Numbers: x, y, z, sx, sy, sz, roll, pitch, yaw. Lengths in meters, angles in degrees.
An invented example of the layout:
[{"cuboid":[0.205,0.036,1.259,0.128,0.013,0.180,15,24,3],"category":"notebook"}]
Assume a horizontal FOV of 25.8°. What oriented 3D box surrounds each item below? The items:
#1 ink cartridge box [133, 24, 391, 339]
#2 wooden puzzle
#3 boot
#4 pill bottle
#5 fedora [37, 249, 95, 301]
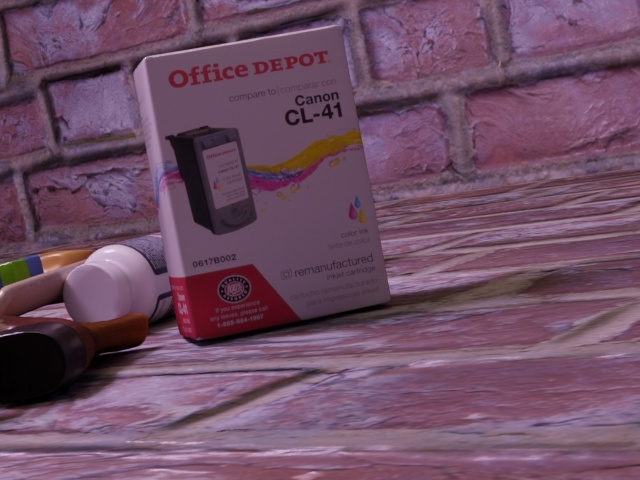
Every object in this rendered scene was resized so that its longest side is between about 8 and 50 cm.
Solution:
[{"cuboid":[-0.066,-0.062,1.515,0.226,0.306,0.131,-11,4,-12],"category":"ink cartridge box"},{"cuboid":[-0.472,0.087,1.655,0.348,0.080,0.322,-19,3,11],"category":"wooden puzzle"},{"cuboid":[-0.332,0.102,1.399,0.264,0.096,0.280,-11,3,7],"category":"boot"},{"cuboid":[-0.233,0.054,1.713,0.108,0.108,0.180,-8,4,24],"category":"pill bottle"},{"cuboid":[-0.431,0.056,2.347,0.194,0.079,0.194,-11,4,1],"category":"fedora"}]
